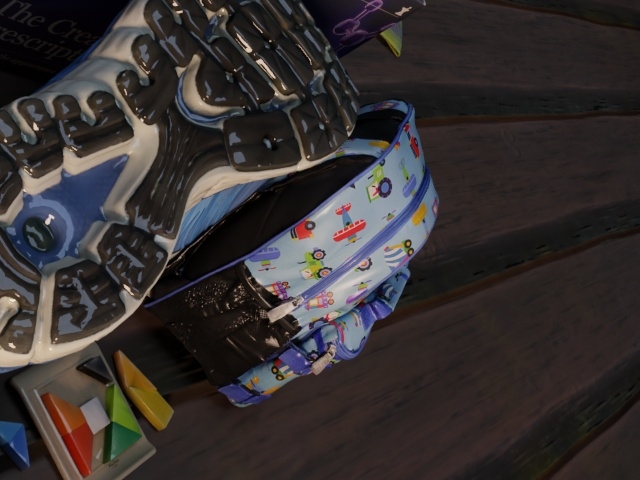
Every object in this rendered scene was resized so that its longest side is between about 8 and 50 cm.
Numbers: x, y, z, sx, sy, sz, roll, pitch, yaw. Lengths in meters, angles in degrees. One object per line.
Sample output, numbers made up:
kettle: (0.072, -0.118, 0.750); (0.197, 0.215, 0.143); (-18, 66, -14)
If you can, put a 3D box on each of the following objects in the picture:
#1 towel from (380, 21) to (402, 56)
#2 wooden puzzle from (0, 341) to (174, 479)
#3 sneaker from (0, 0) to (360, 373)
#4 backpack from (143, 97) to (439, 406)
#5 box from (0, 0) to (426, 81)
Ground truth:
towel: (0.060, -0.224, 1.209); (0.060, 0.009, 0.083); (39, 35, -35)
wooden puzzle: (-0.117, 0.088, 0.624); (0.079, 0.014, 0.116); (56, 29, -7)
sneaker: (-0.103, -0.042, 0.613); (0.130, 0.147, 0.330); (57, 43, -8)
backpack: (0.000, 0.000, 0.727); (0.117, 0.173, 0.158); (53, 28, -13)
box: (-0.087, -0.169, 0.737); (0.261, 0.184, 0.103); (10, 55, -54)
